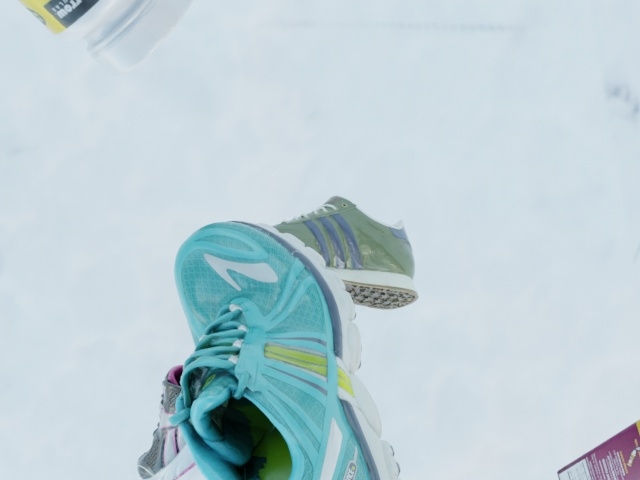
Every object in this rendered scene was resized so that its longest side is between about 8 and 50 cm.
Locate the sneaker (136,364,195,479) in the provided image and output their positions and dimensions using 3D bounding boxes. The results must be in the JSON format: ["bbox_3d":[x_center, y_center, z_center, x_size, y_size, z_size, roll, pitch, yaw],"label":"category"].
[{"bbox_3d":[-0.105,0.142,1.490,0.077,0.072,0.178,54,132,6],"label":"sneaker"}]

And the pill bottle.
[{"bbox_3d":[-0.212,-0.242,1.489,0.119,0.119,0.208,-37,110,28],"label":"pill bottle"}]

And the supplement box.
[{"bbox_3d":[0.208,0.158,1.192,0.055,0.043,0.083,16,138,-37],"label":"supplement box"}]

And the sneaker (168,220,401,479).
[{"bbox_3d":[-0.034,0.083,1.041,0.110,0.275,0.107,20,121,-37],"label":"sneaker"}]

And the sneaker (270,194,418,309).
[{"bbox_3d":[0.000,0.000,1.577,0.192,0.086,0.064,14,152,-27],"label":"sneaker"}]
